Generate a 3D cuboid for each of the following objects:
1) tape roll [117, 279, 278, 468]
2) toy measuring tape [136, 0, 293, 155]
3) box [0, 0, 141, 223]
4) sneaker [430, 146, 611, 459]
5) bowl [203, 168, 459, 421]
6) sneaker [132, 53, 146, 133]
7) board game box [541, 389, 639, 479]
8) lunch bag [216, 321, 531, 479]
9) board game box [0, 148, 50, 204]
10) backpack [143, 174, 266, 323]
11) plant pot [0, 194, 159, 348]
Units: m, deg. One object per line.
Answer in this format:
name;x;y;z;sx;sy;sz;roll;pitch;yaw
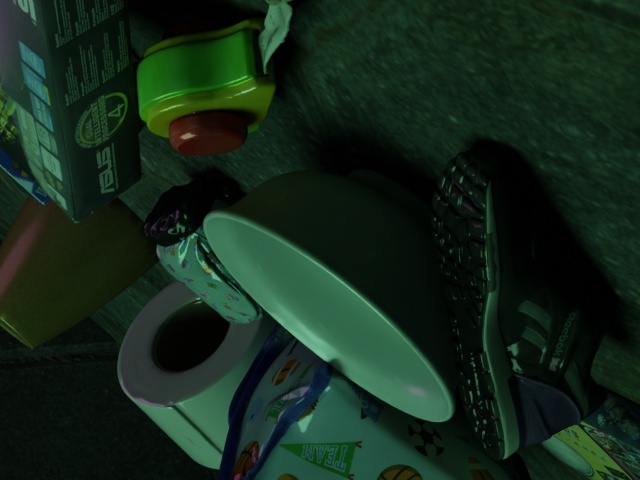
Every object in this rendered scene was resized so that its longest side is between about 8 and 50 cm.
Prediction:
tape roll;-0.142;0.179;1.870;0.246;0.246;0.169;22;157;47
toy measuring tape;-0.096;-0.149;1.093;0.121;0.121;0.330;39;164;2
box;-0.293;-0.241;1.145;0.318;0.097;0.395;41;152;20
sneaker;0.172;0.040;1.079;0.107;0.124;0.283;-125;20;-56
bowl;0.042;0.027;1.237;0.298;0.134;0.298;36;164;12
sneaker;-0.275;-0.211;1.414;0.121;0.099;0.262;34;157;45
board game box;0.313;0.215;1.302;0.243;0.042;0.165;27;160;39
lunch bag;0.064;0.248;1.564;0.328;0.239;0.385;39;-165;-11
board game box;-0.398;-0.215;1.496;0.347;0.078;0.233;44;-167;-13
backpack;-0.121;0.014;1.609;0.182;0.115;0.152;43;162;-19
plant pot;-0.421;0.043;2.114;0.237;0.254;0.237;35;164;12
